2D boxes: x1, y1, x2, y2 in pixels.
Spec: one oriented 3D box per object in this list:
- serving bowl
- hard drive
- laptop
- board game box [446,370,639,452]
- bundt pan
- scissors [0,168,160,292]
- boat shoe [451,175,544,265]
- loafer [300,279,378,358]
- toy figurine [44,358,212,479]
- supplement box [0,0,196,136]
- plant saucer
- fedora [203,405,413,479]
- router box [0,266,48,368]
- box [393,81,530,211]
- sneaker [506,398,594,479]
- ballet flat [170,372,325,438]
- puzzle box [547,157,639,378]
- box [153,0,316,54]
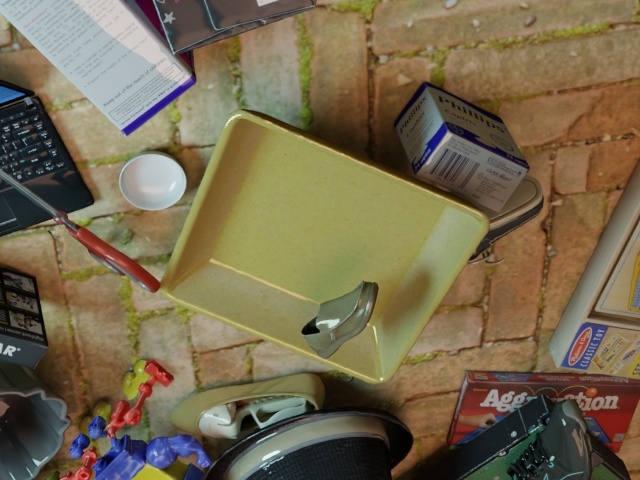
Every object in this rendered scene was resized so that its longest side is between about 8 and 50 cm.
[{"bbox_3d":[-0.211,-0.079,1.479,0.083,0.027,0.083,-4,125,-6],"label":"serving bowl"},{"bbox_3d":[0.285,0.399,1.842,0.339,0.064,0.237,-38,124,21],"label":"hard drive"},{"bbox_3d":[-0.428,-0.076,1.383,0.234,0.137,0.264,-18,126,5],"label":"laptop"},{"bbox_3d":[0.345,0.265,1.808,0.281,0.027,0.145,3,124,-10],"label":"board game box"},{"bbox_3d":[-0.505,0.258,1.553,0.330,0.124,0.331,-30,154,-16],"label":"bundt pan"},{"bbox_3d":[-0.297,-0.017,1.431,0.021,0.109,0.297,-56,143,-13],"label":"scissors"},{"bbox_3d":[0.181,-0.004,1.550,0.254,0.095,0.079,-26,124,13],"label":"boat shoe"},{"bbox_3d":[0.022,0.097,1.464,0.050,0.056,0.148,28,131,-13],"label":"loafer"},{"bbox_3d":[-0.271,0.367,1.642,0.217,0.191,0.362,39,105,-15],"label":"toy figurine"},{"bbox_3d":[-0.249,-0.243,1.307,0.114,0.111,0.220,-35,123,16],"label":"supplement box"},{"bbox_3d":[0.000,0.000,1.479,0.332,0.081,0.333,23,131,-6],"label":"plant saucer"},{"bbox_3d":[-0.008,0.381,1.714,0.334,0.153,0.334,-11,142,-8],"label":"fedora"},{"bbox_3d":[-0.436,0.081,1.472,0.179,0.133,0.046,21,120,-36],"label":"router box"},{"bbox_3d":[0.172,-0.116,1.443,0.126,0.137,0.072,23,116,-23],"label":"box"},{"bbox_3d":[0.329,0.337,1.699,0.106,0.101,0.267,-4,128,-3],"label":"sneaker"},{"bbox_3d":[-0.106,0.246,1.696,0.232,0.073,0.080,-16,125,3],"label":"ballet flat"},{"bbox_3d":[0.520,0.030,1.653,0.272,0.052,0.409,9,123,-14],"label":"puzzle box"},{"bbox_3d":[-0.110,-0.341,1.200,0.163,0.142,0.247,-17,109,8],"label":"box"}]
